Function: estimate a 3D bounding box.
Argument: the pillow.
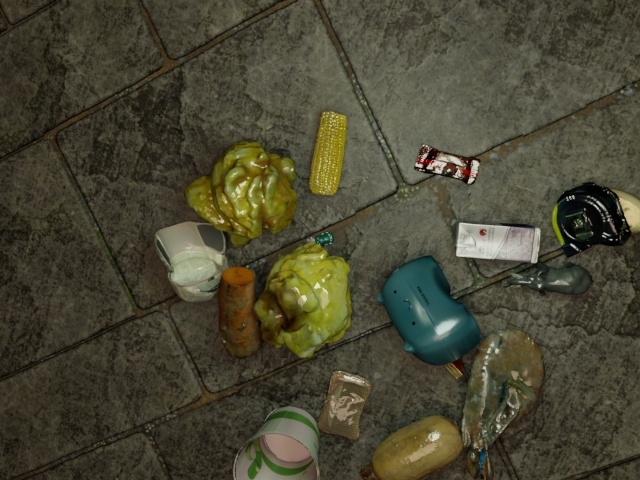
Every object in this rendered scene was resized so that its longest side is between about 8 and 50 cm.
[{"bbox_3d":[0.076,0.516,1.884,0.135,0.034,0.211,15,98,8],"label":"pillow"}]

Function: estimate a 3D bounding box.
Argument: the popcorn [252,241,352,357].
[{"bbox_3d":[-0.045,0.164,1.740,0.312,0.312,0.312,1,98,9],"label":"popcorn"}]

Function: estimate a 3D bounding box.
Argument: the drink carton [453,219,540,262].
[{"bbox_3d":[0.491,-0.002,1.699,0.222,0.134,0.101,5,99,9],"label":"drink carton"}]

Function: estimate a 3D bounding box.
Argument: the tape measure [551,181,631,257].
[{"bbox_3d":[0.721,-0.058,1.640,0.199,0.112,0.186,-24,90,48],"label":"tape measure"}]

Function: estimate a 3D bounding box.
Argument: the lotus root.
[{"bbox_3d":[0.271,0.644,1.801,0.343,0.169,0.151,-33,55,9],"label":"lotus root"}]

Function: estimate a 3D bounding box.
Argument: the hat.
[{"bbox_3d":[-0.398,0.063,1.833,0.275,0.232,0.161,56,136,14],"label":"hat"}]

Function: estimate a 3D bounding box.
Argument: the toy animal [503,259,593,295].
[{"bbox_3d":[0.632,0.107,1.692,0.270,0.137,0.082,-1,100,1],"label":"toy animal"}]

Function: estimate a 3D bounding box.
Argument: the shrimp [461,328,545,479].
[{"bbox_3d":[0.520,0.475,1.748,0.221,0.110,0.445,20,84,-5],"label":"shrimp"}]

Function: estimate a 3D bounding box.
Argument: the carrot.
[{"bbox_3d":[-0.243,0.220,1.809,0.139,0.138,0.302,9,121,8],"label":"carrot"}]

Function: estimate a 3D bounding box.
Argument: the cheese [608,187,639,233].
[{"bbox_3d":[0.888,-0.059,1.671,0.255,0.050,0.127,16,99,7],"label":"cheese"}]

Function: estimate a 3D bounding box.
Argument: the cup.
[{"bbox_3d":[-0.108,0.639,1.808,0.253,0.274,0.253,1,99,8],"label":"cup"}]

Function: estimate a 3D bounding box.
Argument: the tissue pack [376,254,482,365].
[{"bbox_3d":[0.296,0.203,1.679,0.206,0.198,0.287,-31,52,6],"label":"tissue pack"}]

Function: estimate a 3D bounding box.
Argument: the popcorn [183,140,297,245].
[{"bbox_3d":[-0.228,-0.128,1.724,0.326,0.290,0.321,5,96,-11],"label":"popcorn"}]

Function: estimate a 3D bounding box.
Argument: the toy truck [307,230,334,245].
[{"bbox_3d":[0.000,0.000,1.822,0.083,0.044,0.039,-17,92,10],"label":"toy truck"}]

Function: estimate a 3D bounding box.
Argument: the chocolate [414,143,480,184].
[{"bbox_3d":[0.369,-0.220,1.743,0.182,0.028,0.086,18,97,8],"label":"chocolate"}]

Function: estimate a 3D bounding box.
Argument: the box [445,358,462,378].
[{"bbox_3d":[0.378,0.344,1.762,0.023,0.133,0.090,-41,89,15],"label":"box"}]

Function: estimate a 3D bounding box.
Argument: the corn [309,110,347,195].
[{"bbox_3d":[0.024,-0.252,1.759,0.093,0.093,0.244,10,99,7],"label":"corn"}]
